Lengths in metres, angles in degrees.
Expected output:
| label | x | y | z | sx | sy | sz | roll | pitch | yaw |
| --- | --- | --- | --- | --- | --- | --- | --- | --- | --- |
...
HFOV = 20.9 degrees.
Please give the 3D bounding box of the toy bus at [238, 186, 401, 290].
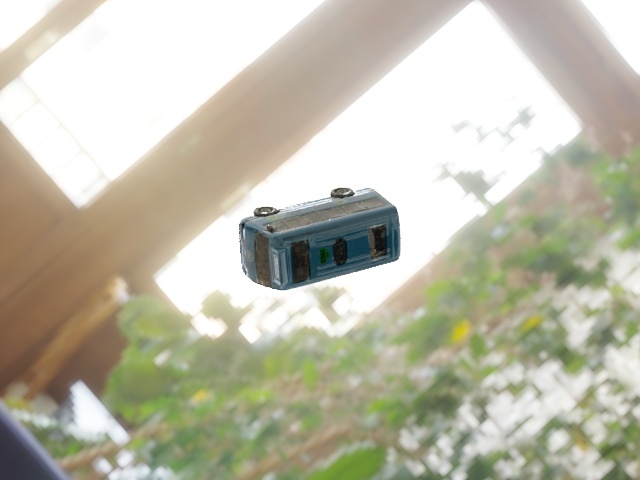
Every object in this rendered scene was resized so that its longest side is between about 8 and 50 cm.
| label | x | y | z | sx | sy | sz | roll | pitch | yaw |
| --- | --- | --- | --- | --- | --- | --- | --- | --- | --- |
| toy bus | 0.000 | 0.000 | 0.936 | 0.046 | 0.083 | 0.038 | 35 | -46 | 56 |
